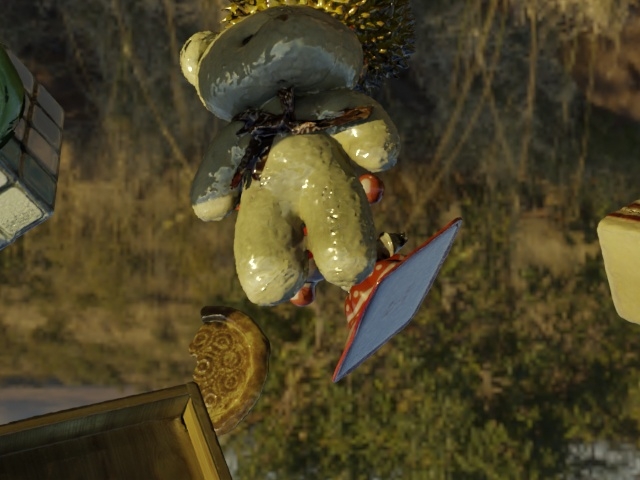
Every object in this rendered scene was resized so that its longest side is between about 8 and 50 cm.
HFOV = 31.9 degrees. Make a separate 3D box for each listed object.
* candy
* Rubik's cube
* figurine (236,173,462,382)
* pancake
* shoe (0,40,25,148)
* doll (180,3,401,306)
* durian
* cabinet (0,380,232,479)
[{"bbox_3d":[0.581,0.049,1.686,0.135,0.179,0.321,-26,-158,-30],"label":"candy"},{"bbox_3d":[-0.486,-0.120,1.343,0.253,0.259,0.256,-29,127,14],"label":"Rubik's cube"},{"bbox_3d":[0.000,0.000,1.224,0.160,0.226,0.183,-35,157,-41],"label":"figurine"},{"bbox_3d":[-0.148,0.174,1.495,0.184,0.190,0.020,-28,144,13],"label":"pancake"},{"bbox_3d":[-0.289,-0.140,0.792,0.140,0.128,0.262,-24,156,-13],"label":"shoe"},{"bbox_3d":[-0.024,-0.087,0.971,0.175,0.278,0.149,-6,159,-13],"label":"doll"},{"bbox_3d":[0.001,-0.289,1.538,0.293,0.258,0.258,-33,-168,-37],"label":"durian"},{"bbox_3d":[-0.169,0.236,0.837,0.175,0.148,0.215,-9,149,-26],"label":"cabinet"}]
